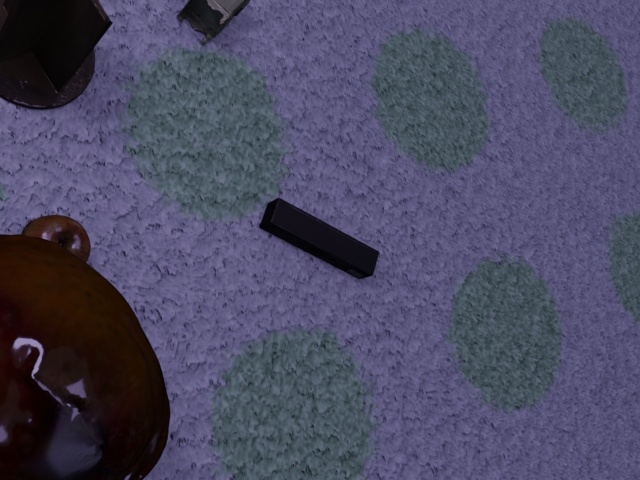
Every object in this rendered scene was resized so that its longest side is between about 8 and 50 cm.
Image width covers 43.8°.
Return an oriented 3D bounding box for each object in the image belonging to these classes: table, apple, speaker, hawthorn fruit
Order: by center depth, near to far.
[{"bbox_3d":[-0.309,0.153,0.838,0.308,0.308,0.324,9,65,-30],"label":"hawthorn fruit"},{"bbox_3d":[-0.326,-0.276,0.969,0.167,0.227,0.167,8,74,-31],"label":"table"},{"bbox_3d":[-0.331,0.008,0.989,0.084,0.071,0.083,7,78,-38],"label":"apple"},{"bbox_3d":[-0.156,-0.349,1.186,0.062,0.079,0.083,44,61,-13],"label":"table"},{"bbox_3d":[0.000,0.000,1.219,0.191,0.040,0.046,28,66,-24],"label":"speaker"}]
